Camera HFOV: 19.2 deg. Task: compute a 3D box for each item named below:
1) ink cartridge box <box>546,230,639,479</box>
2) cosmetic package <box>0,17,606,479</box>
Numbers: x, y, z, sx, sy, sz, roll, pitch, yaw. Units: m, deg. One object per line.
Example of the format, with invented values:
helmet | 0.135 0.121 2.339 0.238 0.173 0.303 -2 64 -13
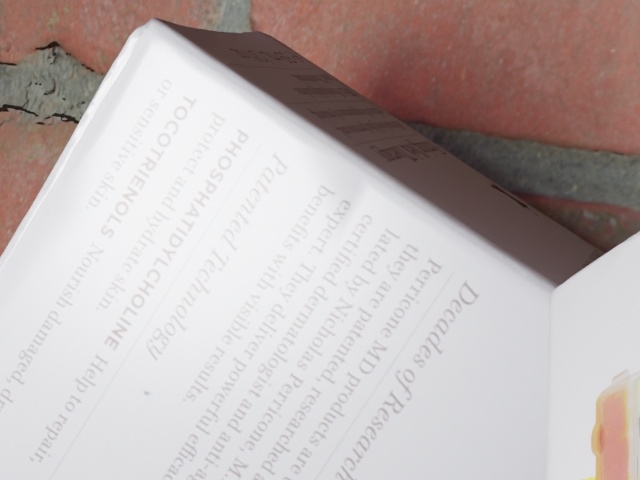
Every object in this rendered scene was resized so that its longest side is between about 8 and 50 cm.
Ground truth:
ink cartridge box | 0.266 0.200 0.991 0.160 0.279 0.384 -36 37 43
cosmetic package | -0.001 0.085 1.342 0.394 0.329 0.327 34 100 7
